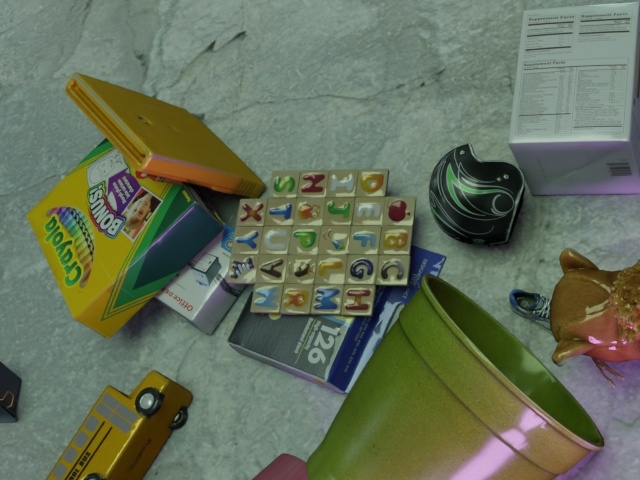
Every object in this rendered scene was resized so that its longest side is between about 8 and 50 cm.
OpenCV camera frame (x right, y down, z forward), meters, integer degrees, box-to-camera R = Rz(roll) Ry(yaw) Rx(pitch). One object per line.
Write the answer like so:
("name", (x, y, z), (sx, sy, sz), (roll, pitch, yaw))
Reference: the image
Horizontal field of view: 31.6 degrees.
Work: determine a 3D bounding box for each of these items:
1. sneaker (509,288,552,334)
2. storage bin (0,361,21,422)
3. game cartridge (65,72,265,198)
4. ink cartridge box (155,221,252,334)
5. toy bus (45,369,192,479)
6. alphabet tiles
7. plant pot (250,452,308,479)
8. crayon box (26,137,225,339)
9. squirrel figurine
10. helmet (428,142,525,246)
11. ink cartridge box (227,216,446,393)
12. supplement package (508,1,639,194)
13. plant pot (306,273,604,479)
("sneaker", (0.371, 0.118, 1.881), (0.135, 0.058, 0.052), (20, 76, 29))
("storage bin", (-0.638, 0.285, 2.199), (0.098, 0.135, 0.091), (-4, 56, 22))
("game cartridge", (-0.293, -0.194, 2.163), (0.285, 0.324, 0.052), (45, 107, 33))
("ink cartridge box", (-0.217, 0.061, 2.147), (0.140, 0.082, 0.190), (29, 78, 31))
("toy bus", (-0.377, 0.384, 2.050), (0.130, 0.108, 0.332), (27, 79, 32))
("alphabet tiles", (0.000, 0.000, 2.042), (0.343, 0.011, 0.285), (0, 66, 19))
("plant pot", (-0.066, 0.457, 1.844), (0.201, 0.201, 0.180), (23, 62, 30))
("crayon box", (-0.388, -0.039, 2.197), (0.313, 0.106, 0.363), (-43, 43, 4))
("squirrel figurine", (0.517, 0.094, 1.631), (0.371, 0.397, 0.280), (7, 74, 16))
("helmet", (0.266, -0.079, 1.958), (0.162, 0.169, 0.169), (17, 73, 12))
("ink cartridge box", (0.025, 0.105, 2.032), (0.307, 0.072, 0.303), (17, 73, 31))
("supplement package", (0.449, -0.237, 1.930), (0.198, 0.199, 0.262), (0, 67, 23))
("plant pot", (0.177, 0.304, 1.737), (0.353, 0.366, 0.366), (-48, 57, 11))
